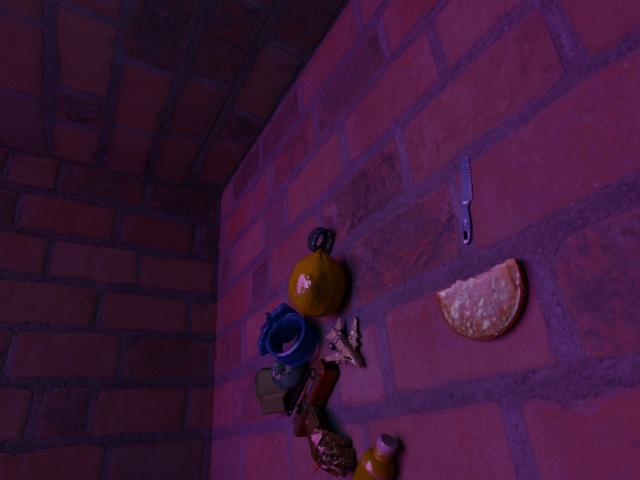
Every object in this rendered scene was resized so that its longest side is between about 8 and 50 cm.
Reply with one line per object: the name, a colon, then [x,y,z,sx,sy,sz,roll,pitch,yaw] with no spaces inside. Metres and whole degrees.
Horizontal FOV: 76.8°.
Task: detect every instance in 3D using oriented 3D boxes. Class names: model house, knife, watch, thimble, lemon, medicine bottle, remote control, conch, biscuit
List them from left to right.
model house: [-0.246,0.817,2.172,0.214,0.195,0.189,-111,16,-65]
watch: [-0.178,0.501,2.008,0.305,0.241,0.274,-47,40,-1]
conch: [-0.161,0.671,2.080,0.196,0.134,0.202,-35,22,-10]
remote control: [-0.096,0.716,1.914,0.245,0.025,0.063,-58,-7,-44]
lemon: [-0.014,0.201,1.850,0.268,0.269,0.321,37,112,58]
thimble: [-0.002,0.002,2.032,0.090,0.119,0.135,30,107,59]
medicine bottle: [0.201,0.782,1.410,0.122,0.122,0.212,43,118,56]
knife: [0.483,-0.138,1.337,0.045,0.019,0.312,-16,66,50]
biscuit: [0.482,0.192,1.200,0.309,0.040,0.204,-40,47,49]

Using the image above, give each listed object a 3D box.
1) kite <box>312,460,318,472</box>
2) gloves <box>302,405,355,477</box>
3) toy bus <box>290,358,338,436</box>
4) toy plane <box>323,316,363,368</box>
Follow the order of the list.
kite: [0.002,0.950,1.818,0.125,0.008,0.222,-18,65,57]
gloves: [0.018,0.844,1.690,0.331,0.141,0.154,43,116,57]
toy bus: [-0.031,0.727,1.861,0.408,0.093,0.092,-69,26,18]
toy plane: [0.104,0.451,1.726,0.241,0.104,0.256,-55,28,10]
